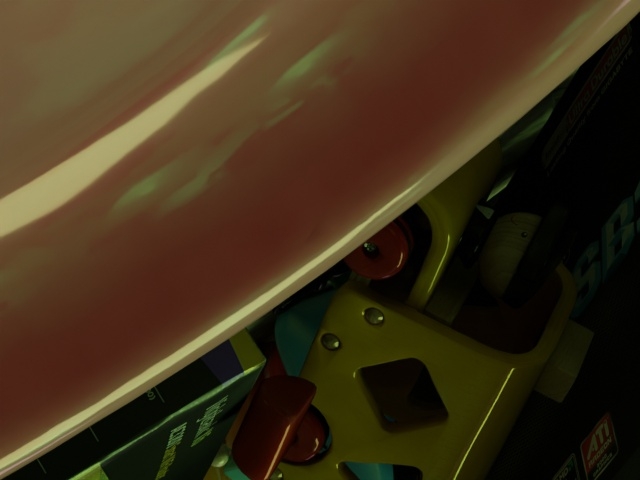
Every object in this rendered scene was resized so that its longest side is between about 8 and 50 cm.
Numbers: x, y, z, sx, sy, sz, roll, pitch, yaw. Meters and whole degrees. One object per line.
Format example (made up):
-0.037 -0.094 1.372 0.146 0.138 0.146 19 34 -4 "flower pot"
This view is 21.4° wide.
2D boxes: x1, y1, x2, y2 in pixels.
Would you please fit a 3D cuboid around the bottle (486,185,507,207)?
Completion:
0.180 -0.027 1.030 0.283 0.092 0.118 -38 -171 6 "bottle"

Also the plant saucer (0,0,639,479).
-0.066 -0.025 0.302 0.332 0.084 0.332 -32 169 -7 "plant saucer"

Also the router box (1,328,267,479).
-0.158 0.111 0.674 0.243 0.081 0.309 -31 170 -16 "router box"

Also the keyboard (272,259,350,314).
0.000 0.000 0.827 0.180 0.023 0.108 -30 163 -16 "keyboard"

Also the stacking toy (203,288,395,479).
-0.059 0.159 1.105 0.302 0.175 0.166 -26 173 28 "stacking toy"

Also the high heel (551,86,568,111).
0.117 0.044 0.947 0.261 0.186 0.093 -40 -167 16 "high heel"

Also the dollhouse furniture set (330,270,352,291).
0.046 0.019 0.956 0.076 0.058 0.152 -35 170 11 "dollhouse furniture set"

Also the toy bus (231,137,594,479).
0.054 0.032 0.680 0.191 0.104 0.202 -62 174 -9 "toy bus"

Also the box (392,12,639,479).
0.121 0.080 0.737 0.073 0.293 0.295 16 131 -17 "box"

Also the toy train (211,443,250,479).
-0.058 0.123 0.977 0.046 0.166 0.125 -61 158 -24 "toy train"
